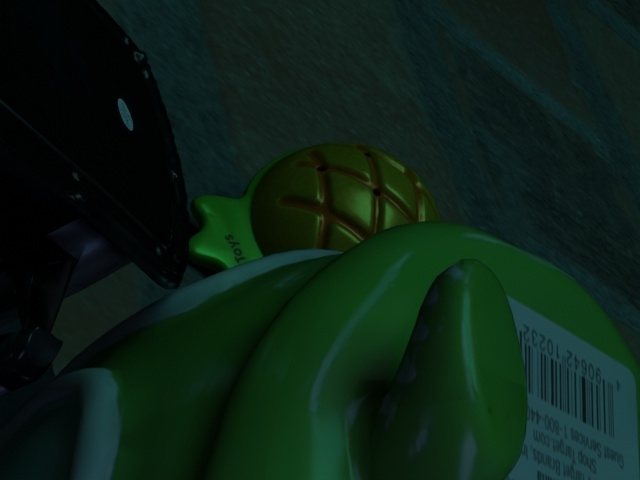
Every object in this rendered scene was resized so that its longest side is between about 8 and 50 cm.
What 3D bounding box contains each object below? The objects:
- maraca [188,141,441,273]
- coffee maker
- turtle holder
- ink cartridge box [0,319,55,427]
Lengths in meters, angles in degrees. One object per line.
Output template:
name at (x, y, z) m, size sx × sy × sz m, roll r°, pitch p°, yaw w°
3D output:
maraca at (0.000, 0.000, 1.125) m, size 0.186 × 0.099 × 0.127 m, roll -19°, pitch 66°, yaw -37°
coffee maker at (-0.152, -0.023, 0.484) m, size 0.171 × 0.178 × 0.120 m, roll 56°, pitch 17°, yaw -24°
turtle holder at (0.008, 0.164, 0.504) m, size 0.243 × 0.227 × 0.320 m, roll -17°, pitch 92°, yaw -56°
ink cartridge box at (-0.155, 0.040, 0.660) m, size 0.165 × 0.065 × 0.332 m, roll 28°, pitch 43°, yaw -74°
